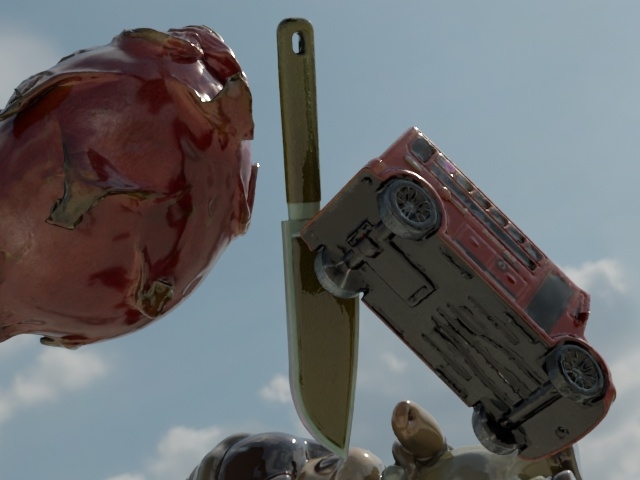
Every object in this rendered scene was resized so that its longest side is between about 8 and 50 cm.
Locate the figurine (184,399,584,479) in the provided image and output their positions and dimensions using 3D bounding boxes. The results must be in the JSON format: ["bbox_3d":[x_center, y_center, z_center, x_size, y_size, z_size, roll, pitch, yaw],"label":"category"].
[{"bbox_3d":[0.040,0.247,1.287,0.381,0.248,0.203,-19,-47,17],"label":"figurine"}]

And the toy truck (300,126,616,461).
[{"bbox_3d":[0.114,0.040,1.134,0.107,0.253,0.114,-44,2,43],"label":"toy truck"}]

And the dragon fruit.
[{"bbox_3d":[-0.178,-0.038,1.267,0.315,0.250,0.250,-31,-21,-28],"label":"dragon fruit"}]

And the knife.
[{"bbox_3d":[0.001,0.000,1.168,0.061,0.343,0.027,-3,3,-19],"label":"knife"}]
